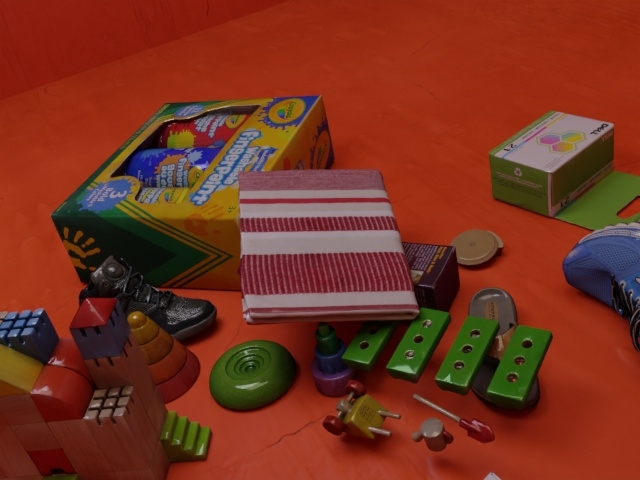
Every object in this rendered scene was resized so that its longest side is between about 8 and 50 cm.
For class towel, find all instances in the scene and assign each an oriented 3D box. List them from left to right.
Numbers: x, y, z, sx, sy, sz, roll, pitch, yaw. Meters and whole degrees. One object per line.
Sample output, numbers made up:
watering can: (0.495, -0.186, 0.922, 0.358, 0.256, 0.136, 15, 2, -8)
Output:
towel: (0.000, 0.000, 1.100, 0.237, 0.037, 0.329, -2, 40, -6)

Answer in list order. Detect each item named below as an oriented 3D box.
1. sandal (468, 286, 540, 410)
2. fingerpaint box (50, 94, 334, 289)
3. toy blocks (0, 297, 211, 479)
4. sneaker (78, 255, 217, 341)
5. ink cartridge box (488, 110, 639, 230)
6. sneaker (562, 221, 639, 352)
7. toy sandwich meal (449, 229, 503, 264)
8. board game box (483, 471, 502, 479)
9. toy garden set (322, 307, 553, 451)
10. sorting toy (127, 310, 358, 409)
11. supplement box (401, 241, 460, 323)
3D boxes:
sandal: (0.236, 0.131, 0.999, 0.090, 0.060, 0.219, -6, 40, 13)
fingerpaint box: (-0.218, -0.109, 1.434, 0.371, 0.163, 0.444, 2, 36, 21)
toy blocks: (-0.360, 0.201, 0.933, 0.382, 0.260, 0.190, -8, 34, 10)
sneaker: (-0.280, 0.093, 1.185, 0.228, 0.130, 0.087, 0, 29, 16)
ink cartridge box: (0.445, -0.118, 1.269, 0.189, 0.097, 0.255, -34, 37, -28)
sneaker: (0.426, 0.079, 0.946, 0.147, 0.129, 0.330, -35, 29, -17)
toy sandwich meal: (0.248, 0.014, 1.207, 0.086, 0.029, 0.085, -12, 43, 12)
board game box: (0.164, 0.335, 0.592, 0.193, 0.053, 0.305, -46, 21, -5)
toy garden set: (0.137, 0.180, 0.932, 0.244, 0.049, 0.203, 8, 47, 35)
sorting toy: (-0.132, 0.149, 1.053, 0.366, 0.126, 0.127, -3, 34, 18)
supplement box: (0.104, 0.060, 1.139, 0.188, 0.080, 0.104, 6, 37, 27)
